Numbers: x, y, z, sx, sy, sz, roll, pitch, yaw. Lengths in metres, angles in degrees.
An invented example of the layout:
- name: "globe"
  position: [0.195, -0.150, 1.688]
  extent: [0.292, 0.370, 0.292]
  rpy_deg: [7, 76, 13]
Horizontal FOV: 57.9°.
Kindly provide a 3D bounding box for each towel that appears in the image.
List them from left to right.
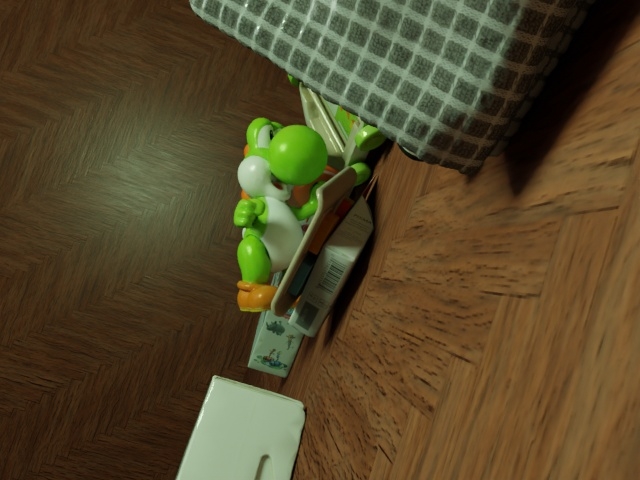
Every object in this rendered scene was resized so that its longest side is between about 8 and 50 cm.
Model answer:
- name: "towel"
  position: [0.049, -0.211, 0.403]
  extent: [0.121, 0.283, 0.235]
  rpy_deg: [-34, -27, -47]

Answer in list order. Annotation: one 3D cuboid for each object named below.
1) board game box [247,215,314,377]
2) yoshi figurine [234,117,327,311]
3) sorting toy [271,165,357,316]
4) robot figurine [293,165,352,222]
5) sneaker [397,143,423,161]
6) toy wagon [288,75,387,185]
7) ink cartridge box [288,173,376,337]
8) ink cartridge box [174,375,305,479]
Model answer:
- name: "board game box"
  position: [-0.063, 0.113, 1.288]
  extent: [0.224, 0.097, 0.303]
  rpy_deg: [-90, 18, -68]
- name: "yoshi figurine"
  position: [-0.061, -0.057, 1.047]
  extent: [0.203, 0.203, 0.362]
  rpy_deg: [77, -171, -83]
- name: "sorting toy"
  position: [0.000, 0.000, 0.892]
  extent: [0.208, 0.038, 0.193]
  rpy_deg: [-68, -9, 23]
- name: "robot figurine"
  position: [0.014, -0.142, 1.230]
  extent: [0.128, 0.158, 0.219]
  rpy_deg: [64, -146, -52]
- name: "sneaker"
  position: [0.116, -0.132, 0.591]
  extent: [0.121, 0.079, 0.217]
  rpy_deg: [112, -178, -56]
- name: "toy wagon"
  position: [0.036, -0.266, 1.005]
  extent: [0.267, 0.068, 0.344]
  rpy_deg: [64, 160, 19]
- name: "ink cartridge box"
  position: [0.043, 0.022, 0.946]
  extent: [0.232, 0.066, 0.189]
  rpy_deg: [-47, -15, -48]
- name: "ink cartridge box"
  position: [-0.171, 0.433, 0.970]
  extent: [0.385, 0.160, 0.279]
  rpy_deg: [117, 170, -53]
